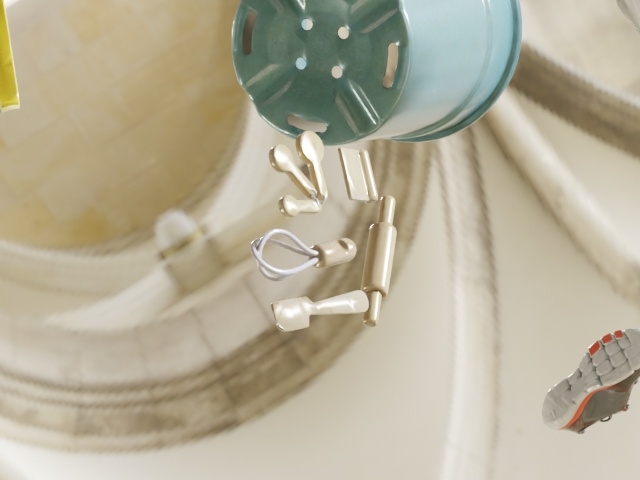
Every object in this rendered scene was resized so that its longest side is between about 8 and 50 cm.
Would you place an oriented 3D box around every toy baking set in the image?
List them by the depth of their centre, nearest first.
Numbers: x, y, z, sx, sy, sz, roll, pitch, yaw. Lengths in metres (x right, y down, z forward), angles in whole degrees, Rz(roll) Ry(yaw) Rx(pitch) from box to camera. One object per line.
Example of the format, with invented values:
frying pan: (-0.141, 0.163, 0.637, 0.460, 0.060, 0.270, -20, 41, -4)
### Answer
toy baking set: (0.005, 0.002, 1.664, 0.030, 0.197, 0.256, -21, -129, 41)

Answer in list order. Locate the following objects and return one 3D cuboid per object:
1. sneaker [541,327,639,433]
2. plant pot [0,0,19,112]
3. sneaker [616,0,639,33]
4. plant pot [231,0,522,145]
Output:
sneaker: (0.299, 0.148, 1.639, 0.158, 0.065, 0.061, -43, -145, 35)
plant pot: (-0.418, -0.223, 1.588, 0.187, 0.212, 0.212, -8, -173, -4)
sneaker: (0.263, -0.261, 1.059, 0.129, 0.111, 0.297, -20, -124, 57)
plant pot: (0.061, -0.275, 2.146, 0.341, 0.341, 0.334, -22, -177, 27)
